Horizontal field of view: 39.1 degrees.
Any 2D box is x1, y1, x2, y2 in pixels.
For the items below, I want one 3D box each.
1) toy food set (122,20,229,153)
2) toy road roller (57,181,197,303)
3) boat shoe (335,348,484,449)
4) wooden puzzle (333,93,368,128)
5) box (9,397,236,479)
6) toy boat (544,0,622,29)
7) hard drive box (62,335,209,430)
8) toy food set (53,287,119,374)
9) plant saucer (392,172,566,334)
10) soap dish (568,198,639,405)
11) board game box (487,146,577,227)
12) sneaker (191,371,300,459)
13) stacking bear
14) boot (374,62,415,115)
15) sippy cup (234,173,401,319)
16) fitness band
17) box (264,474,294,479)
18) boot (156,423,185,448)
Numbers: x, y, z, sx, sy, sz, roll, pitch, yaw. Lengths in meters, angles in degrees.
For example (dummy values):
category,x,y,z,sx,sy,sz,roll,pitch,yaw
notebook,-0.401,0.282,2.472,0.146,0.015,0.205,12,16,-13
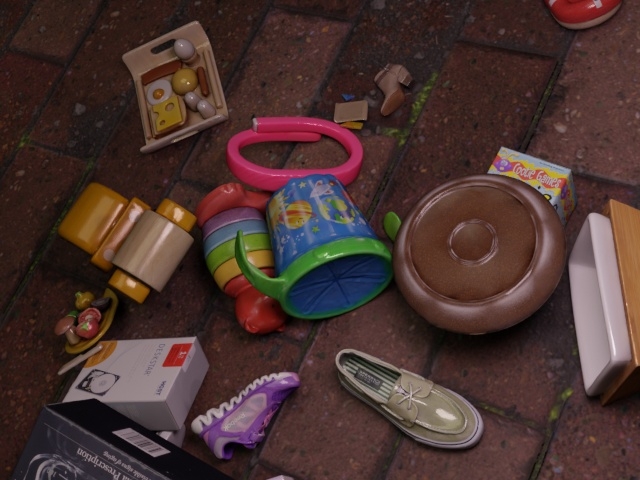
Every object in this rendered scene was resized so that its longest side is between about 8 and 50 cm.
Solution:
category,x,y,z,sx,sy,sz,roll,pitch,yaw
toy food set,-0.356,-0.367,2.160,0.220,0.092,0.306,-22,59,10
toy road roller,-0.412,-0.007,1.868,0.240,0.329,0.202,34,79,-12
boat shoe,0.150,0.288,1.637,0.302,0.094,0.109,21,75,29
wooden puzzle,0.067,-0.281,1.981,0.078,0.014,0.116,3,47,14
box,-0.377,0.500,1.599,0.343,0.179,0.312,25,92,17
toy boat,0.528,-0.553,1.861,0.151,0.151,0.231,-25,59,9
hard drive box,-0.365,0.287,1.806,0.232,0.089,0.181,-5,35,19
toy food set,-0.509,0.170,1.917,0.128,0.071,0.218,-28,29,18
plant saucer,0.270,0.010,1.583,0.311,0.050,0.310,-9,63,18
soap dish,0.506,0.108,1.516,0.118,0.229,0.291,-1,64,3
board game box,0.349,-0.008,1.672,0.142,0.144,0.275,23,77,29
sneaker,-0.130,0.341,1.732,0.236,0.095,0.104,-34,64,9
stacking bear,-0.146,0.053,1.839,0.164,0.175,0.289,-34,65,30
boot,0.149,-0.335,1.977,0.118,0.042,0.087,-47,52,-6
sippy cup,0.000,0.000,1.750,0.240,0.305,0.224,-37,56,24
fitness band,-0.054,-0.184,1.901,0.291,0.054,0.209,-3,41,-13
box,-0.199,0.516,1.681,0.324,0.067,0.063,-21,67,13
boot,-0.374,0.452,1.765,0.123,0.095,0.258,23,77,22
